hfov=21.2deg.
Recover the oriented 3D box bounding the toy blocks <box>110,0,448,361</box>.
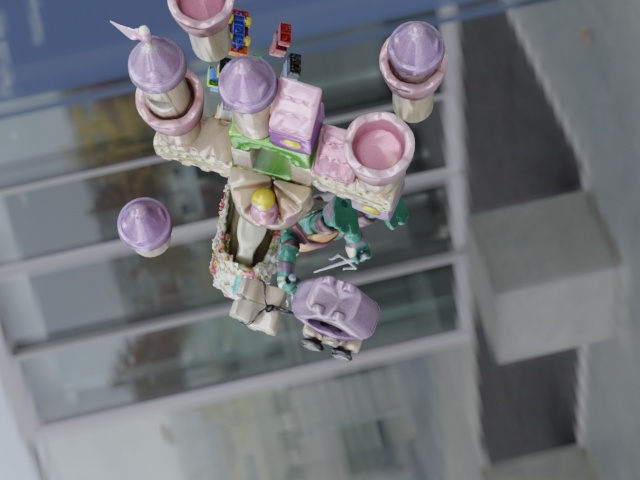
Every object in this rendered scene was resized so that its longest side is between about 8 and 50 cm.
[{"bbox_3d":[-0.048,-0.095,1.586,0.260,0.288,0.309,83,-155,-74],"label":"toy blocks"}]

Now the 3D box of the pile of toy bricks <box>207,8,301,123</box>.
[{"bbox_3d":[-0.097,-0.190,2.237,0.105,0.118,0.212,125,151,-56],"label":"pile of toy bricks"}]

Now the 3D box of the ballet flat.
[{"bbox_3d":[-0.062,-0.051,1.815,0.077,0.091,0.241,110,167,-67],"label":"ballet flat"}]

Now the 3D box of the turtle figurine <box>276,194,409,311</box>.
[{"bbox_3d":[0.000,0.000,2.190,0.118,0.175,0.234,57,142,1],"label":"turtle figurine"}]
